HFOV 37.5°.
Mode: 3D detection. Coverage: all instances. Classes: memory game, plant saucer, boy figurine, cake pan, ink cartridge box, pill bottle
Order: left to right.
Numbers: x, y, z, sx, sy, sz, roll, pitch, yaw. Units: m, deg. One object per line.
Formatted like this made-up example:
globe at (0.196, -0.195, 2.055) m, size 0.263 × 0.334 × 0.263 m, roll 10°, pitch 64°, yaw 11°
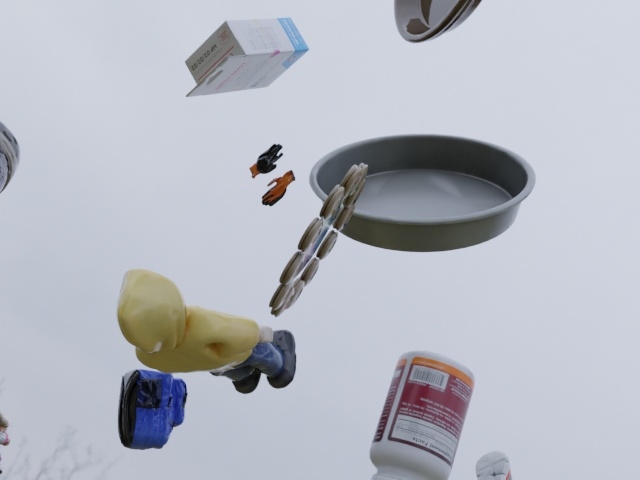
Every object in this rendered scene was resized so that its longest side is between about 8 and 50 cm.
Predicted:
boy figurine at (-0.153, 0.118, 1.144) m, size 0.177 × 0.092 × 0.285 m, roll -15°, pitch -29°, yaw 31°
ink cartridge box at (-0.116, -0.262, 1.340) m, size 0.104 × 0.181 × 0.061 m, roll -35°, pitch -99°, yaw 38°
memory game at (0.000, 0.000, 0.973) m, size 0.012 × 0.186 × 0.186 m, roll 31°, pitch -29°, yaw 7°
pill bottle at (0.100, 0.197, 0.968) m, size 0.086 × 0.152 × 0.086 m, roll 18°, pitch -24°, yaw 8°
cake pan at (0.132, -0.066, 1.238) m, size 0.293 × 0.293 × 0.054 m, roll 11°, pitch -60°, yaw 24°
plant saucer at (0.172, -0.377, 1.182) m, size 0.041 × 0.278 × 0.278 m, roll 16°, pitch -26°, yaw -19°

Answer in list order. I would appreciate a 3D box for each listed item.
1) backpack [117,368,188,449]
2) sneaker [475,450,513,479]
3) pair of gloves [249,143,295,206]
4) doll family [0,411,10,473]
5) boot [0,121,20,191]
backpack at (-0.264, 0.268, 1.475) m, size 0.101 × 0.120 × 0.098 m, roll 10°, pitch -16°, yaw -18°
sneaker at (0.229, 0.350, 1.235) m, size 0.061 × 0.158 × 0.065 m, roll -11°, pitch -61°, yaw 31°
pair of gloves at (-0.069, -0.095, 1.360) m, size 0.010 × 0.083 × 0.074 m, roll 9°, pitch -39°, yaw -45°
doll family at (-0.486, 0.216, 1.199) m, size 0.118 × 0.163 × 0.263 m, roll -39°, pitch -42°, yaw 25°
boot at (-0.452, 0.057, 0.902) m, size 0.377 × 0.284 × 0.138 m, roll -35°, pitch -59°, yaw 13°
